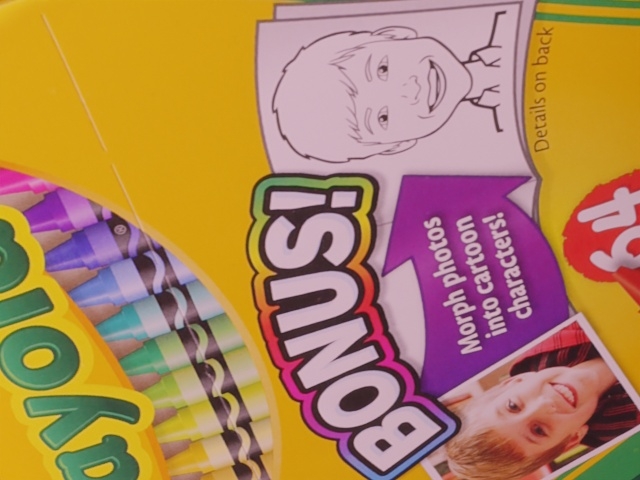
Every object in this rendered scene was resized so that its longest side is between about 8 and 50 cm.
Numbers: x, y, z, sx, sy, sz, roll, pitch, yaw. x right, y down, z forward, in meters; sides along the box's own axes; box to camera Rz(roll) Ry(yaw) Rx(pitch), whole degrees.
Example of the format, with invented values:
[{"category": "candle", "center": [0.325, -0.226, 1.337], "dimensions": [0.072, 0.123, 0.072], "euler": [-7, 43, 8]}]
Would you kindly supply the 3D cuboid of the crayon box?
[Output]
[{"category": "crayon box", "center": [0.000, 0.000, 0.744], "dimensions": [0.313, 0.106, 0.363], "euler": [-21, 130, 1]}]
